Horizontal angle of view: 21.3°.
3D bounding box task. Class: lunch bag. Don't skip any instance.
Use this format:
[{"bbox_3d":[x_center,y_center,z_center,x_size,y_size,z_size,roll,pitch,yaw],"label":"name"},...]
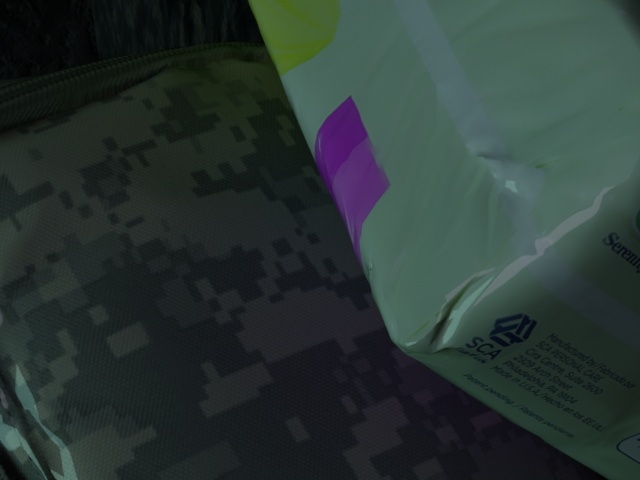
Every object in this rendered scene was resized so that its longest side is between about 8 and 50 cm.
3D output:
[{"bbox_3d":[-0.012,0.093,0.540,0.212,0.256,0.305,-42,70,26],"label":"lunch bag"}]

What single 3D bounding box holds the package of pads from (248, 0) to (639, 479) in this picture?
[{"bbox_3d":[0.078,-0.054,0.522,0.101,0.229,0.296,-40,45,20],"label":"package of pads"}]
